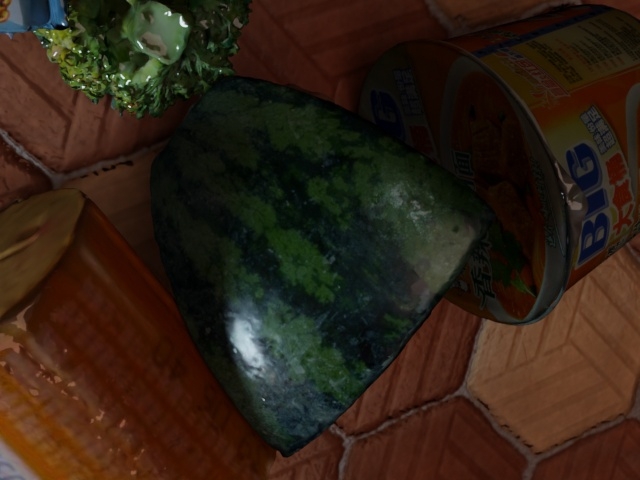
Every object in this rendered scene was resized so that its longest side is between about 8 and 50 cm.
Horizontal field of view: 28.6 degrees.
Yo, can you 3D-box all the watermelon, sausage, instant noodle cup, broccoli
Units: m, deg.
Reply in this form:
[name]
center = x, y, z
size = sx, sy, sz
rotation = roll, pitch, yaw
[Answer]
[watermelon]
center = -0.028, 0.019, 1.116
size = 0.250, 0.292, 0.283
rotation = -43, 75, -13
[sausage]
center = -0.206, 0.133, 1.082
size = 0.233, 0.233, 0.287
rotation = -42, 116, -10
[instant noodle cup]
center = 0.206, -0.091, 1.205
size = 0.214, 0.296, 0.296
rotation = -27, 114, -28
[broccoli]
center = -0.144, -0.192, 1.045
size = 0.194, 0.194, 0.220
rotation = -46, 113, -8

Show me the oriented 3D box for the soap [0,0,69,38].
[soap]
center = -0.344, -0.230, 0.971
size = 0.293, 0.077, 0.156
rotation = -2, 102, -8
